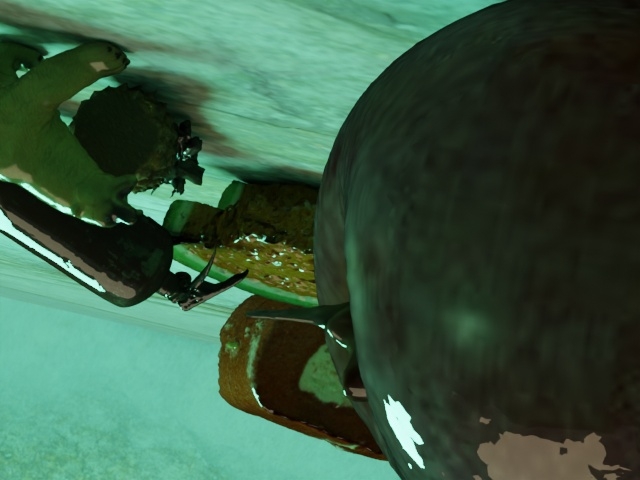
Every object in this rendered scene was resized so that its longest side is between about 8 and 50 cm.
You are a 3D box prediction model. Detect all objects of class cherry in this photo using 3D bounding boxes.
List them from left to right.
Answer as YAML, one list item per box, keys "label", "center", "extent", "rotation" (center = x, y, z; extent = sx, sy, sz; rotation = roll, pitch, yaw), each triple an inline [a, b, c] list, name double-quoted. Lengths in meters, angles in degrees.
- label: "cherry"
  center: [0.125, 0.014, 0.581]
  extent: [0.307, 0.221, 0.261]
  rotation: [1, -179, -6]

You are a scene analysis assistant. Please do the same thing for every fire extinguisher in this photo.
- label: "fire extinguisher"
  center: [-0.184, -0.023, 1.081]
  extent: [0.268, 0.089, 0.072]
  rotation: [34, -153, -15]

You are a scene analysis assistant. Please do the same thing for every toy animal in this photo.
- label: "toy animal"
  center: [-0.204, -0.078, 0.860]
  extent: [0.219, 0.101, 0.103]
  rotation: [16, 169, -16]

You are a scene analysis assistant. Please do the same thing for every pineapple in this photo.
- label: "pineapple"
  center: [-0.118, -0.059, 0.979]
  extent: [0.074, 0.074, 0.159]
  rotation: [12, 178, 9]

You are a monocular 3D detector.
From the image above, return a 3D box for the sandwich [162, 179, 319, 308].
- label: "sandwich"
  center: [-0.006, -0.003, 1.152]
  extent: [0.235, 0.079, 0.159]
  rotation: [9, 161, 5]

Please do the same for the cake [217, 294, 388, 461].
- label: "cake"
  center: [0.023, 0.147, 1.709]
  extent: [0.283, 0.177, 0.151]
  rotation: [23, 168, -23]
